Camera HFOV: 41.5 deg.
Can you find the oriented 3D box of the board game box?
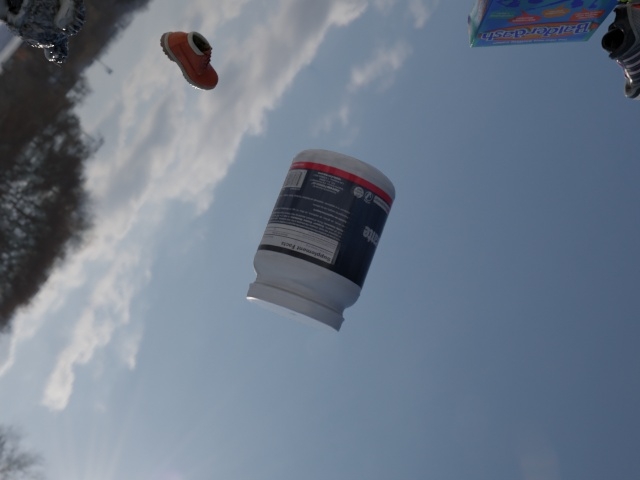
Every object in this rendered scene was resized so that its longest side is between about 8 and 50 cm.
[{"bbox_3d":[0.274,-0.295,1.019,0.210,0.160,0.047,86,1,-82],"label":"board game box"}]

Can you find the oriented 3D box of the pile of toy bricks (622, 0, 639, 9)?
[{"bbox_3d":[0.323,-0.289,0.861,0.212,0.105,0.118,-6,-157,-12],"label":"pile of toy bricks"}]

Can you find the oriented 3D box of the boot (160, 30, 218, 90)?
[{"bbox_3d":[-0.239,-0.356,1.678,0.084,0.158,0.059,-3,-120,32],"label":"boot"}]

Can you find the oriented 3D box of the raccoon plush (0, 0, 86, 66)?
[{"bbox_3d":[-0.385,-0.506,1.382,0.446,0.299,0.216,-38,-178,-12],"label":"raccoon plush"}]

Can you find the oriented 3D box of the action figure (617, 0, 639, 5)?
[{"bbox_3d":[0.523,-0.327,1.113,0.185,0.284,0.099,-88,-167,-81],"label":"action figure"}]

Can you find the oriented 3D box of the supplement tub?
[{"bbox_3d":[0.000,0.000,1.432,0.191,0.191,0.272,1,-112,61],"label":"supplement tub"}]

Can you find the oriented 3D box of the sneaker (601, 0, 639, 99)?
[{"bbox_3d":[0.399,-0.247,1.088,0.074,0.170,0.063,4,-117,13],"label":"sneaker"}]
